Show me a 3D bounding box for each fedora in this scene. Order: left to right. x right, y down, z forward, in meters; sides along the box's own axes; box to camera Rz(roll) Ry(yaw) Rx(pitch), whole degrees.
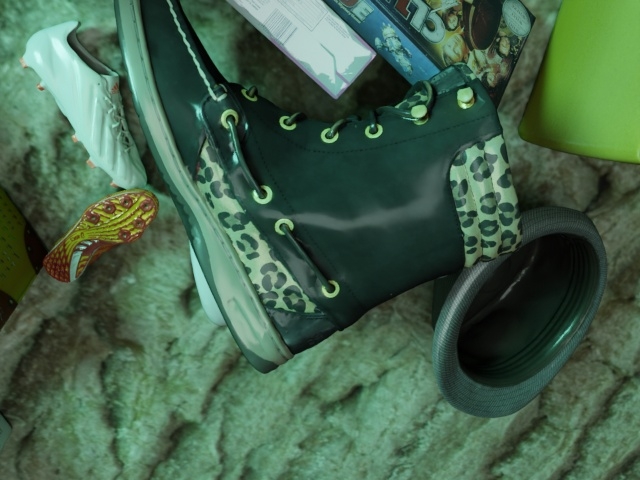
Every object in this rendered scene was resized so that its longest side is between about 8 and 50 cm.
[{"bbox_3d":[0.224,0.071,0.770,0.243,0.124,0.275,17,104,-30],"label":"fedora"}]

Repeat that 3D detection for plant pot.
[{"bbox_3d":[0.375,-0.168,0.654,0.212,0.187,0.212,9,113,-9],"label":"plant pot"}]

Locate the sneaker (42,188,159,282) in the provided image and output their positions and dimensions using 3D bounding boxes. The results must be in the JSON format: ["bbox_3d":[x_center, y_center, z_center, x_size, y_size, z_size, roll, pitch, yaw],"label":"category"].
[{"bbox_3d":[-0.258,-0.017,0.718,0.175,0.067,0.064,-28,116,22],"label":"sneaker"}]

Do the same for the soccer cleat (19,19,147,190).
[{"bbox_3d":[-0.242,-0.142,0.670,0.076,0.068,0.196,-29,112,4],"label":"soccer cleat"}]

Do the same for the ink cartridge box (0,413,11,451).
[{"bbox_3d":[-0.510,0.264,0.711,0.117,0.278,0.201,-21,115,3],"label":"ink cartridge box"}]

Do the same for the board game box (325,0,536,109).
[{"bbox_3d":[0.105,-0.247,0.615,0.243,0.042,0.165,38,64,-20],"label":"board game box"}]

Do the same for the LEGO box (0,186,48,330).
[{"bbox_3d":[-0.590,-0.067,0.595,0.372,0.193,0.500,-23,115,5],"label":"LEGO box"}]

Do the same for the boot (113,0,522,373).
[{"bbox_3d":[0.001,-0.095,0.556,0.284,0.138,0.377,-20,95,0],"label":"boot"}]

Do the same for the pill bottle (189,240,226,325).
[{"bbox_3d":[0.000,0.000,0.706,0.278,0.162,0.162,-10,115,-1],"label":"pill bottle"}]

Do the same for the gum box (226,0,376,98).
[{"bbox_3d":[-0.038,-0.238,0.622,0.188,0.107,0.062,39,105,-21],"label":"gum box"}]
